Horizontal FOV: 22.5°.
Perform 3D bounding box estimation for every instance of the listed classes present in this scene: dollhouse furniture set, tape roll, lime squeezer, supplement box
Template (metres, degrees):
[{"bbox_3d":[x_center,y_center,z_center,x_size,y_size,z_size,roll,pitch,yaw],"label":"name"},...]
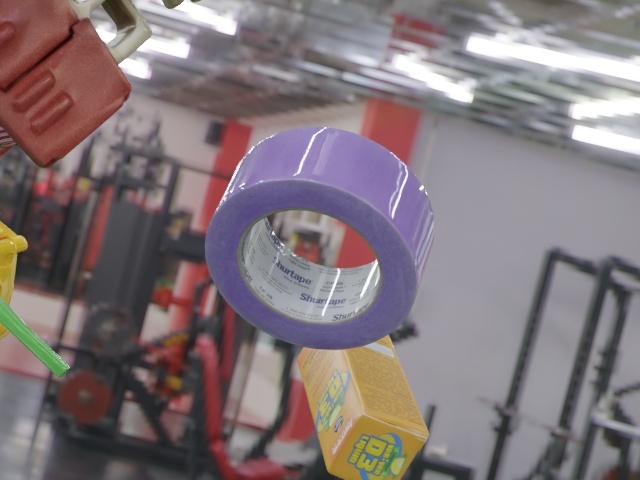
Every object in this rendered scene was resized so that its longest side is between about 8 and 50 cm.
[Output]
[{"bbox_3d":[-0.195,-0.228,1.433,0.152,0.374,0.201,54,-25,-19],"label":"dollhouse furniture set"},{"bbox_3d":[0.000,0.000,1.402,0.189,0.189,0.080,15,40,6],"label":"tape roll"},{"bbox_3d":[-0.343,0.014,1.527,0.310,0.059,0.110,50,-3,36],"label":"lime squeezer"},{"bbox_3d":[0.039,0.156,1.610,0.080,0.078,0.233,22,18,-19],"label":"supplement box"}]

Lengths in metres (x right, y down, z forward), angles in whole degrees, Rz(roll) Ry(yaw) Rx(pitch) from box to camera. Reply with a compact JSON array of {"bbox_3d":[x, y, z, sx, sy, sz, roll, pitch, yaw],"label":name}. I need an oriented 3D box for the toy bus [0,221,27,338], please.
[{"bbox_3d":[-0.455,-0.003,1.881,0.220,0.211,0.149,33,29,23],"label":"toy bus"}]
